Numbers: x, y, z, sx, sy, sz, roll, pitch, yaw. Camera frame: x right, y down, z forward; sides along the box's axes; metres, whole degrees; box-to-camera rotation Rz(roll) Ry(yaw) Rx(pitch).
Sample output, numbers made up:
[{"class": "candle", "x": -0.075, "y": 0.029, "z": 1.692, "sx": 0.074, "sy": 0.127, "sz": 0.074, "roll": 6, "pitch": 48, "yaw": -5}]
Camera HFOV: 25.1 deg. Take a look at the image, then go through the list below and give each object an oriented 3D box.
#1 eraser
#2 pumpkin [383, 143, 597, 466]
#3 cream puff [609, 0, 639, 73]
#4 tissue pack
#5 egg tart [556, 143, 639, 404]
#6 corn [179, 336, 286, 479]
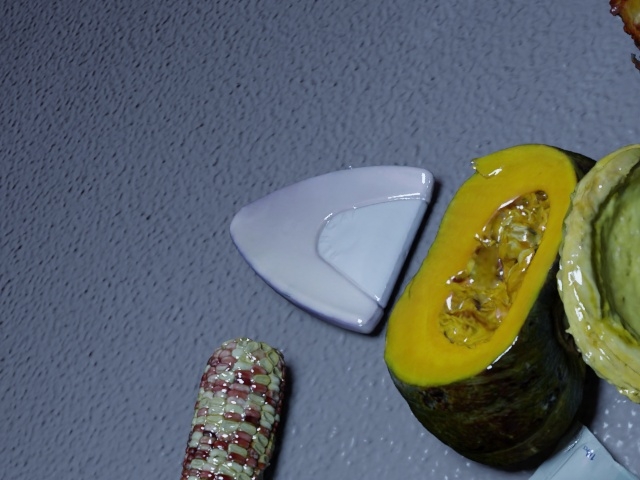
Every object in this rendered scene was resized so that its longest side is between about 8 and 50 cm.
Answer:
[{"class": "eraser", "x": 0.001, "y": 0.000, "z": 1.661, "sx": 0.243, "sy": 0.059, "sz": 0.204, "roll": 9, "pitch": 66, "yaw": 37}, {"class": "pumpkin", "x": 0.181, "y": 0.056, "z": 1.417, "sx": 0.222, "sy": 0.139, "sz": 0.317, "roll": 7, "pitch": 66, "yaw": 52}, {"class": "cream puff", "x": 0.437, "y": -0.323, "z": 1.448, "sx": 0.350, "sy": 0.228, "sz": 0.350, "roll": -18, "pitch": 51, "yaw": 24}, {"class": "tissue pack", "x": 0.255, "y": 0.260, "z": 1.299, "sx": 0.122, "sy": 0.026, "sz": 0.193, "roll": -48, "pitch": 43, "yaw": -1}, {"class": "egg tart", "x": 0.339, "y": 0.040, "z": 1.281, "sx": 0.294, "sy": 0.123, "sz": 0.294, "roll": 4, "pitch": 70, "yaw": -10}, {"class": "corn", "x": -0.100, "y": 0.243, "z": 1.537, "sx": 0.098, "sy": 0.098, "sz": 0.289, "roll": -10, "pitch": 58, "yaw": 32}]
